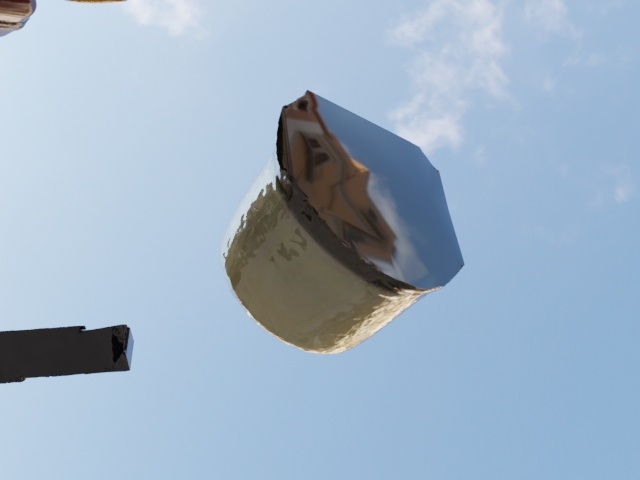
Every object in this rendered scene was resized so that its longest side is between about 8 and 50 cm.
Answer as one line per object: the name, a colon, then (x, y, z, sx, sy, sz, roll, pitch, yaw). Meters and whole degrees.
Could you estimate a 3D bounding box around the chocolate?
chocolate: (0.000, 0.000, 1.154, 0.297, 0.314, 0.326, -37, -134, 37)

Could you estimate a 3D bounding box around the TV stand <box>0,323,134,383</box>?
TV stand: (-0.350, 0.134, 0.892, 0.257, 0.049, 0.040, -3, -49, -3)

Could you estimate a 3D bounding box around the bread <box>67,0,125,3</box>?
bread: (-0.394, -0.448, 1.316, 0.116, 0.200, 0.077, -11, -64, -15)

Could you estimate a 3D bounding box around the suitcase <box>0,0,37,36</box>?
suitcase: (-0.660, -0.534, 1.408, 0.161, 0.236, 0.297, -13, -94, 42)
